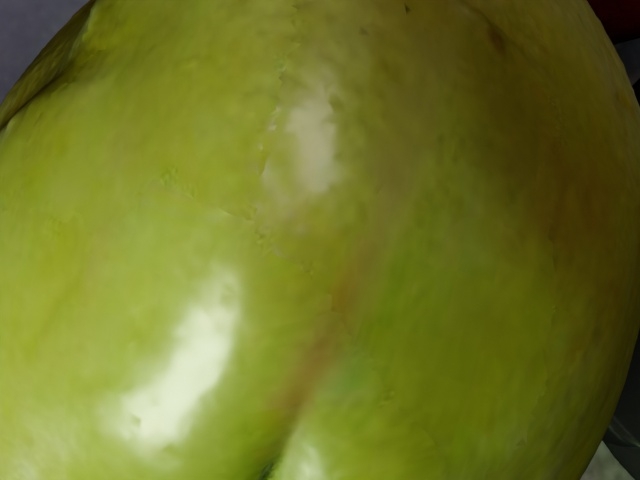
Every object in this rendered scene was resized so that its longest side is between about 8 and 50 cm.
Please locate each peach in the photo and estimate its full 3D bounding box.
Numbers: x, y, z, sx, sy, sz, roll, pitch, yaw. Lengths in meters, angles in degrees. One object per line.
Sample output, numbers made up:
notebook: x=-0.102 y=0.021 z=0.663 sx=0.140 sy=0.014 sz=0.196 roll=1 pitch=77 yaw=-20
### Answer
peach: x=-0.004 y=0.007 z=0.819 sx=0.281 sy=0.314 sz=0.315 roll=29 pitch=47 yaw=-14

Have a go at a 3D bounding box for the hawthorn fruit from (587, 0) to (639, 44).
hawthorn fruit: x=0.142 y=-0.252 z=0.981 sx=0.295 sy=0.295 sz=0.311 roll=-8 pitch=80 yaw=-24

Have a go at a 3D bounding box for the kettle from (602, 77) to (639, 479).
kettle: x=0.237 y=0.017 z=0.954 sx=0.290 sy=0.207 sz=0.268 roll=-35 pitch=103 yaw=15
